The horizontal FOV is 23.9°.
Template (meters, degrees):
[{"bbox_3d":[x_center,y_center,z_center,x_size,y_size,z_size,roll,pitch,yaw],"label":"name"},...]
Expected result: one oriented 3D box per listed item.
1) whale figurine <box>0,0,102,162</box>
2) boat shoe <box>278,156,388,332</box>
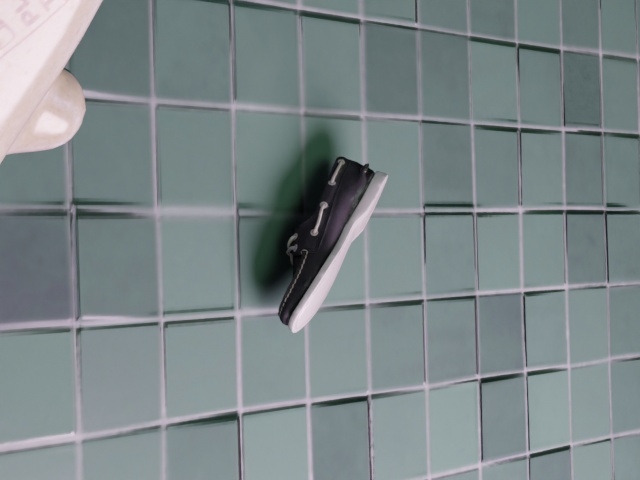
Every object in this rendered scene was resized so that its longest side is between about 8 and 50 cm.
[{"bbox_3d":[-0.165,-0.123,0.623,0.272,0.141,0.216,-39,139,-2],"label":"whale figurine"},{"bbox_3d":[0.000,0.000,0.943,0.125,0.038,0.046,-61,172,-24],"label":"boat shoe"}]
